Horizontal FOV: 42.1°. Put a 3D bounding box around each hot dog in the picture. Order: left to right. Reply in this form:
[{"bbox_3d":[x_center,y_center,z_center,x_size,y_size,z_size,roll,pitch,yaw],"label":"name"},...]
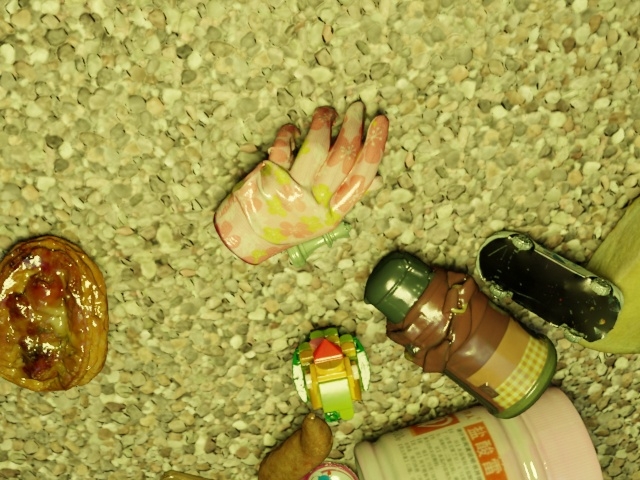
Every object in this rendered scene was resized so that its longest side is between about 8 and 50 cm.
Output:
[{"bbox_3d":[-0.357,0.107,1.094,0.160,0.099,0.227,1,113,-7],"label":"hot dog"}]

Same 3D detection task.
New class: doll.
[{"bbox_3d":[0.016,0.187,1.133,0.106,0.186,0.135,-9,88,-1],"label":"doll"}]

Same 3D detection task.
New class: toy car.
[{"bbox_3d":[0.307,0.058,1.123,0.204,0.056,0.095,33,124,23],"label":"toy car"}]

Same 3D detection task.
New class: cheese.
[{"bbox_3d":[0.002,0.370,1.289,0.145,0.038,0.095,33,115,-6],"label":"cheese"}]

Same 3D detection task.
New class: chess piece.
[{"bbox_3d":[0.000,0.000,1.113,0.093,0.042,0.042,-26,116,-1],"label":"chess piece"}]

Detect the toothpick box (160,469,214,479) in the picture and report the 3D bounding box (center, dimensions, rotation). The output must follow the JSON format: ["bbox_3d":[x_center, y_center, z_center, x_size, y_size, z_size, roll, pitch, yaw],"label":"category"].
[{"bbox_3d":[-0.178,0.516,1.193,0.190,0.308,0.188,21,112,-13],"label":"toothpick box"}]

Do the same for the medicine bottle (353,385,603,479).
[{"bbox_3d":[0.222,0.346,1.199,0.315,0.202,0.202,-16,116,-5],"label":"medicine bottle"}]

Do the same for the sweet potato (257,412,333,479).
[{"bbox_3d":[-0.035,0.309,1.194,0.067,0.059,0.281,28,134,-6],"label":"sweet potato"}]

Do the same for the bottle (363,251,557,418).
[{"bbox_3d":[0.184,0.118,1.125,0.271,0.143,0.156,36,119,-9],"label":"bottle"}]

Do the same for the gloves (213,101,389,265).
[{"bbox_3d":[-0.011,-0.070,1.035,0.241,0.126,0.145,-36,109,19],"label":"gloves"}]

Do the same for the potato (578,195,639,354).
[{"bbox_3d":[0.446,0.043,1.143,0.255,0.112,0.269,-35,117,24],"label":"potato"}]
